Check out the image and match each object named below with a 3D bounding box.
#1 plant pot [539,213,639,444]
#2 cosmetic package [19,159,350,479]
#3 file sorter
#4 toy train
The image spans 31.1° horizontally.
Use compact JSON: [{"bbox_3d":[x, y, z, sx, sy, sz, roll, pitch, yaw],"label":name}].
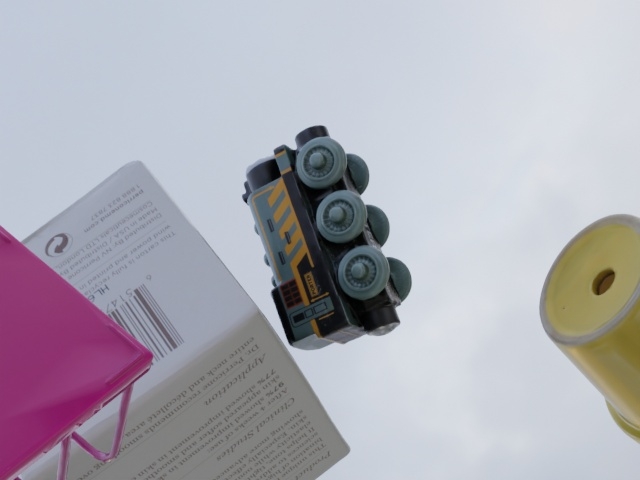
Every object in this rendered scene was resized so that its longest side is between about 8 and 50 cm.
[{"bbox_3d":[0.384,0.097,1.281,0.239,0.254,0.254,32,-79,-25],"label":"plant pot"},{"bbox_3d":[-0.221,0.185,1.496,0.329,0.327,0.393,-36,-39,-8],"label":"cosmetic package"},{"bbox_3d":[-0.311,0.158,0.883,0.291,0.202,0.182,-39,-21,-40],"label":"file sorter"},{"bbox_3d":[0.000,0.000,1.671,0.190,0.334,0.142,-26,-18,16],"label":"toy train"}]
